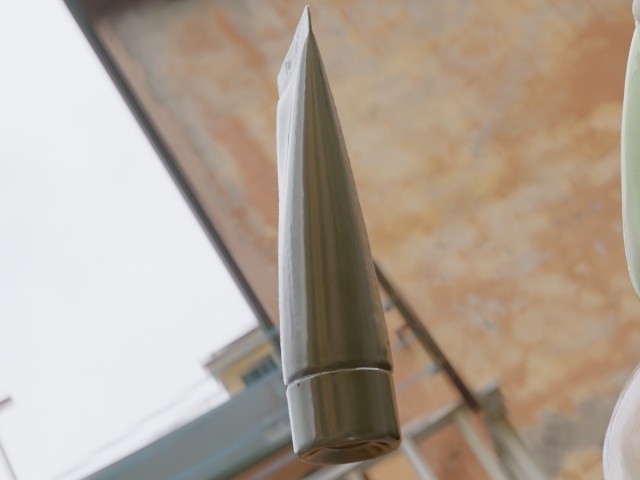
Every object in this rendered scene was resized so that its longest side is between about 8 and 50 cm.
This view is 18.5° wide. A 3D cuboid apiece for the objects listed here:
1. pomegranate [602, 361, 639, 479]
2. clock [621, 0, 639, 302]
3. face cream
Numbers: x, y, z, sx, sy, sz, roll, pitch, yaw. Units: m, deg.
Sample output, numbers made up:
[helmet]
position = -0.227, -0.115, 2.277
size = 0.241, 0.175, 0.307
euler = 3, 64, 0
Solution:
[pomegranate]
position = 0.434, 0.205, 1.656
size = 0.412, 0.411, 0.411
euler = -18, -42, -17
[clock]
position = 0.274, -0.079, 1.174
size = 0.096, 0.308, 0.235
euler = -10, -16, 41
[face cream]
position = 0.000, 0.000, 1.527
size = 0.084, 0.341, 0.137
euler = -4, -19, -12
